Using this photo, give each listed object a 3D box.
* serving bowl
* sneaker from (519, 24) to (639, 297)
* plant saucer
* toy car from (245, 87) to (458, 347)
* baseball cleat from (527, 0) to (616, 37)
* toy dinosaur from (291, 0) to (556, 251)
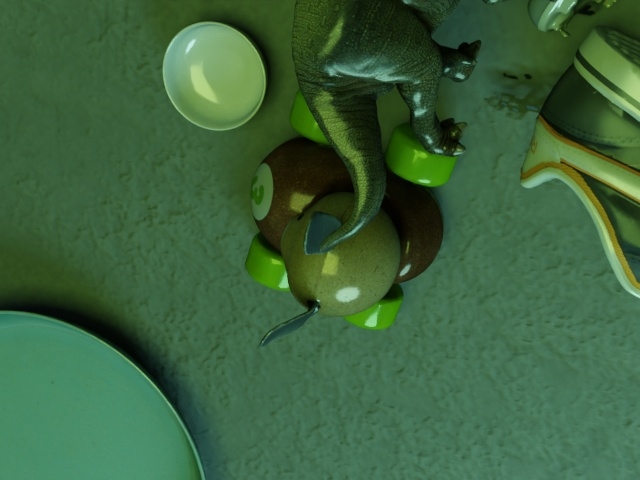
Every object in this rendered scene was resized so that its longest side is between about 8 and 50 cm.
[{"bbox_3d":[-0.076,-0.126,0.955,0.083,0.027,0.083,7,112,16],"label":"serving bowl"},{"bbox_3d":[0.278,-0.001,0.828,0.321,0.126,0.127,38,114,14],"label":"sneaker"},{"bbox_3d":[-0.240,0.201,1.134,0.318,0.044,0.317,6,112,16],"label":"plant saucer"},{"bbox_3d":[0.000,0.000,0.887,0.149,0.188,0.155,23,116,10],"label":"toy car"},{"bbox_3d":[0.180,-0.237,0.810,0.109,0.072,0.206,44,117,17],"label":"baseball cleat"},{"bbox_3d":[0.048,-0.150,0.780,0.160,0.121,0.313,26,104,-27],"label":"toy dinosaur"}]
